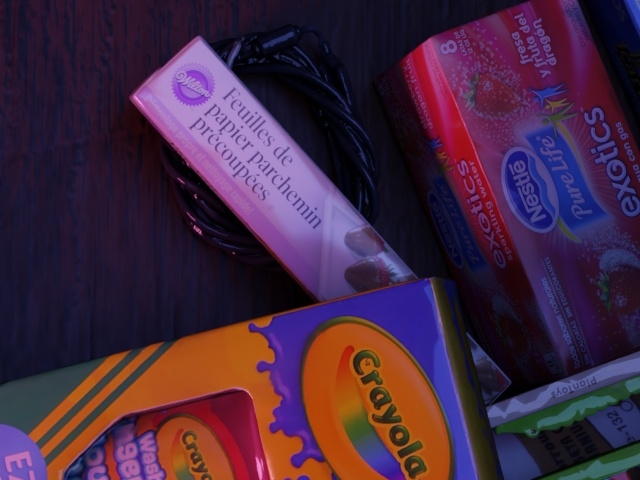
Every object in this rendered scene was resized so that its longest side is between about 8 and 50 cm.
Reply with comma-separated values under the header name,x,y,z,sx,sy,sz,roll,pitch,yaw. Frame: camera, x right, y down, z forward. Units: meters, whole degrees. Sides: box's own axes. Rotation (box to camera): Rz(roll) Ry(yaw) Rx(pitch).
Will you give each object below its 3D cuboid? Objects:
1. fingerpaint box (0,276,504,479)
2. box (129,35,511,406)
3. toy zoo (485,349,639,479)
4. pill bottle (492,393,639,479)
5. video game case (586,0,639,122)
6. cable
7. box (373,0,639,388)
name,x,y,z,sx,sy,sz,roll,pitch,yaw
fingerpaint box,-0.047,0.277,1.070,0.371,0.163,0.445,-14,86,9
box,0.000,0.000,1.219,0.063,0.067,0.324,-43,100,-5
toy zoo,0.210,0.225,1.140,0.192,0.030,0.293,-21,85,0
pill bottle,0.158,0.175,1.240,0.229,0.131,0.131,-22,88,-18
video game case,0.352,-0.159,1.390,0.244,0.061,0.269,-23,88,-20
cable,-0.037,-0.059,1.263,0.150,0.047,0.184,-13,86,-18
box,0.153,-0.033,1.273,0.122,0.128,0.257,-21,88,-19
